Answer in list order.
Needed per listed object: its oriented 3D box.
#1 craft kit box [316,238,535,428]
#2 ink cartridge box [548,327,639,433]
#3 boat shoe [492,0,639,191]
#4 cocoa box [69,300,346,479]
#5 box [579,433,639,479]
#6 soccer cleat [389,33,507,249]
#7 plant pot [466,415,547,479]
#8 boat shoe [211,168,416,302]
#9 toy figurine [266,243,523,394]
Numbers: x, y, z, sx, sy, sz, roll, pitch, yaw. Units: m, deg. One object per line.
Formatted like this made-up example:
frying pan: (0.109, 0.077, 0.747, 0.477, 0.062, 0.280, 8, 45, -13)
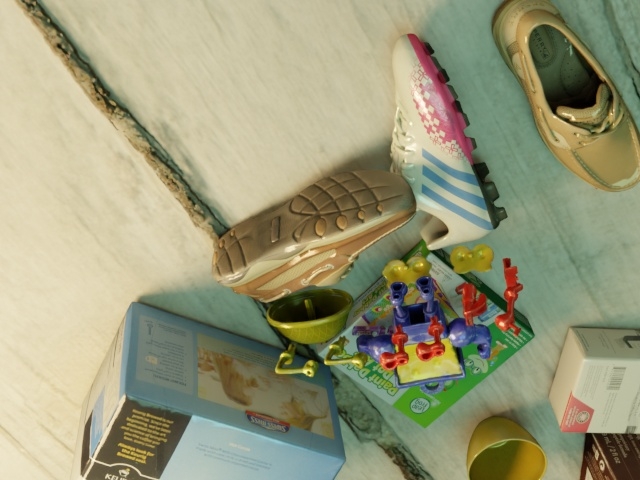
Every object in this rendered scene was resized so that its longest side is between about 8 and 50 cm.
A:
craft kit box: (0.164, 0.150, 1.623, 0.250, 0.061, 0.246, 37, 114, -25)
ink cartridge box: (0.503, 0.231, 1.691, 0.218, 0.092, 0.158, 4, 121, -7)
boat shoe: (0.349, -0.178, 1.402, 0.122, 0.110, 0.341, -38, 118, 11)
cocoa box: (-0.170, 0.286, 1.558, 0.347, 0.231, 0.228, 20, 117, -18)
box: (0.570, 0.414, 1.768, 0.203, 0.168, 0.167, -5, 121, -4)
soccer cleat: (0.144, -0.119, 1.414, 0.143, 0.116, 0.331, -23, 122, 9)
plant pot: (0.304, 0.352, 1.739, 0.134, 0.095, 0.134, -3, 122, -5)
boat shoe: (0.000, 0.000, 1.461, 0.324, 0.123, 0.116, -21, 133, 28)
toy figurine: (0.123, 0.170, 1.494, 0.363, 0.191, 0.217, -12, 131, 6)
